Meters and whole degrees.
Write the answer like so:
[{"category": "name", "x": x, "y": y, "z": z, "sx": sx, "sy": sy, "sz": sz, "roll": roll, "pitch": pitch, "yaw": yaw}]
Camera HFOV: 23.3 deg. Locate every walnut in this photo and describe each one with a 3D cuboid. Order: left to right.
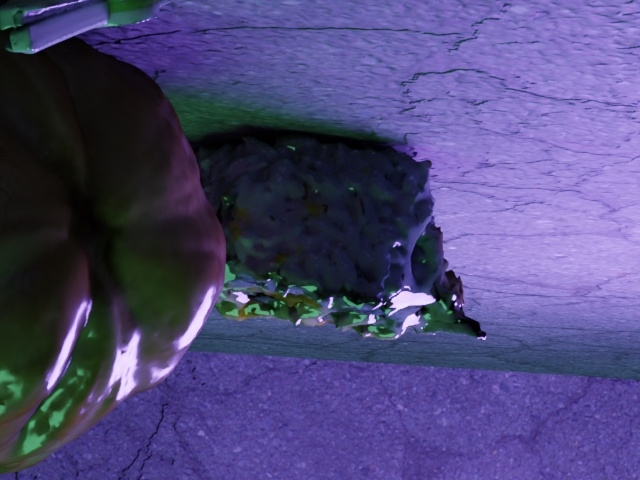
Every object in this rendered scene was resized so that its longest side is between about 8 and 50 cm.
[{"category": "walnut", "x": -0.241, "y": 0.006, "z": 0.983, "sx": 0.344, "sy": 0.306, "sz": 0.306, "roll": 3, "pitch": 173, "yaw": 45}]

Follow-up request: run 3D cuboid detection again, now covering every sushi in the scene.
[{"category": "sushi", "x": 0.000, "y": 0.000, "z": 1.265, "sx": 0.274, "sy": 0.139, "sz": 0.184, "roll": 9, "pitch": 168, "yaw": -12}]

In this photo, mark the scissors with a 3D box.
[{"category": "scissors", "x": -0.095, "y": -0.114, "z": 0.721, "sx": 0.101, "sy": 0.027, "sz": 0.204, "roll": -5, "pitch": -165, "yaw": 16}]
